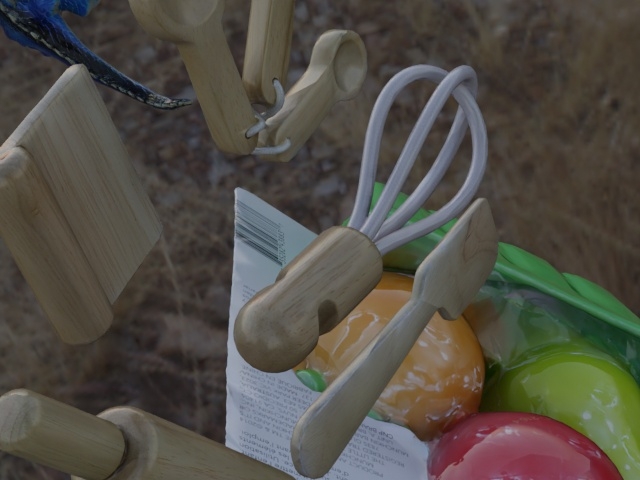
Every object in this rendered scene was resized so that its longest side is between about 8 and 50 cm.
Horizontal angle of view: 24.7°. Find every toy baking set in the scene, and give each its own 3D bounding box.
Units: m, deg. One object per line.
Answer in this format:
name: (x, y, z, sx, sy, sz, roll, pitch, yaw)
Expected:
toy baking set: (-0.003, 0.006, 0.461, 0.030, 0.256, 0.196, 8, 70, 36)

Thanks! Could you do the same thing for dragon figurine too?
dragon figurine: (-0.222, -0.171, 0.984, 0.289, 0.085, 0.144, 52, 30, 9)

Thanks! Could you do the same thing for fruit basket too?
fruit basket: (0.087, 0.126, 0.819, 0.327, 0.165, 0.353, 24, 31, -16)
